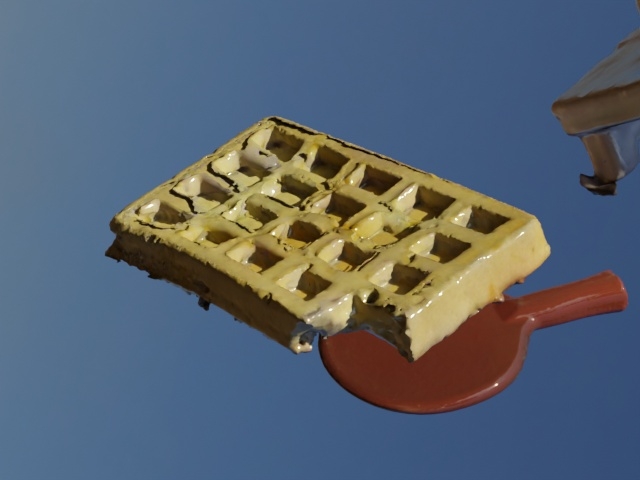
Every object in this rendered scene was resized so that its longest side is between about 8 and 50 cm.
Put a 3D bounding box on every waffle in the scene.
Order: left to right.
[{"bbox_3d":[0.000,0.000,0.629,0.135,0.092,0.021,24,-44,41],"label":"waffle"}]

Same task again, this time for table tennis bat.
[{"bbox_3d":[0.074,0.041,0.898,0.098,0.155,0.019,-118,-160,-48],"label":"table tennis bat"}]

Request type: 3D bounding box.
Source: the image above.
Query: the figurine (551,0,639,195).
[{"bbox_3d":[0.101,-0.150,0.676,0.144,0.256,0.182,-40,-164,-8],"label":"figurine"}]
